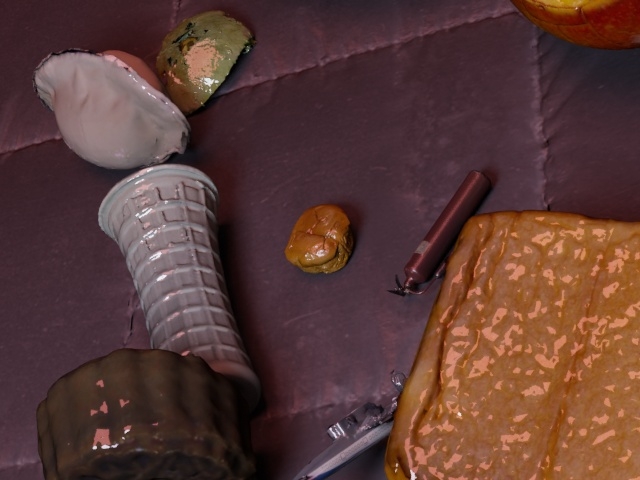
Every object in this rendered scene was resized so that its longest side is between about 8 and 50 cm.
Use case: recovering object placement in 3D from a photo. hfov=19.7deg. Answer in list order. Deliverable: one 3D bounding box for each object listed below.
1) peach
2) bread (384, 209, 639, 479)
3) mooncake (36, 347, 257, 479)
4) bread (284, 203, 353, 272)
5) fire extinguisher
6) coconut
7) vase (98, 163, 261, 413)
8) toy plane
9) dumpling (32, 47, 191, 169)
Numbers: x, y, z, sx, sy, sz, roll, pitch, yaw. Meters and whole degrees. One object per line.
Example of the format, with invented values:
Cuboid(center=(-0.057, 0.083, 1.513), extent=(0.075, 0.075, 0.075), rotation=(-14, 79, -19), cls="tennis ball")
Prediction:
Cuboid(center=(0.330, -0.325, 1.977), extent=(0.245, 0.248, 0.274), rotation=(-7, 29, -27), cls="peach")
Cuboid(center=(0.250, 0.138, 1.723), extent=(0.328, 0.148, 0.337), rotation=(3, 61, 27), cls="bread")
Cuboid(center=(-0.175, 0.221, 1.863), extent=(0.228, 0.228, 0.124), rotation=(-24, 44, 14), cls="mooncake")
Cuboid(center=(0.000, 0.000, 2.058), extent=(0.083, 0.046, 0.081), rotation=(-45, 43, -6), cls="bread")
Cuboid(center=(0.136, 0.001, 1.986), extent=(0.049, 0.035, 0.173), rotation=(34, 74, 5), cls="fire extinguisher")
Cuboid(center=(-0.151, -0.241, 2.339), extent=(0.133, 0.055, 0.158), rotation=(-24, 47, 15), cls="coconut")
Cuboid(center=(-0.151, 0.066, 2.039), extent=(0.143, 0.143, 0.299), rotation=(-28, 48, 10), cls="vase")
Cuboid(center=(0.039, 0.196, 1.827), extent=(0.226, 0.058, 0.226), rotation=(-43, -1, -35), cls="toy plane")
Cuboid(center=(-0.261, -0.177, 2.271), extent=(0.247, 0.172, 0.142), rotation=(8, 59, 38), cls="dumpling")
